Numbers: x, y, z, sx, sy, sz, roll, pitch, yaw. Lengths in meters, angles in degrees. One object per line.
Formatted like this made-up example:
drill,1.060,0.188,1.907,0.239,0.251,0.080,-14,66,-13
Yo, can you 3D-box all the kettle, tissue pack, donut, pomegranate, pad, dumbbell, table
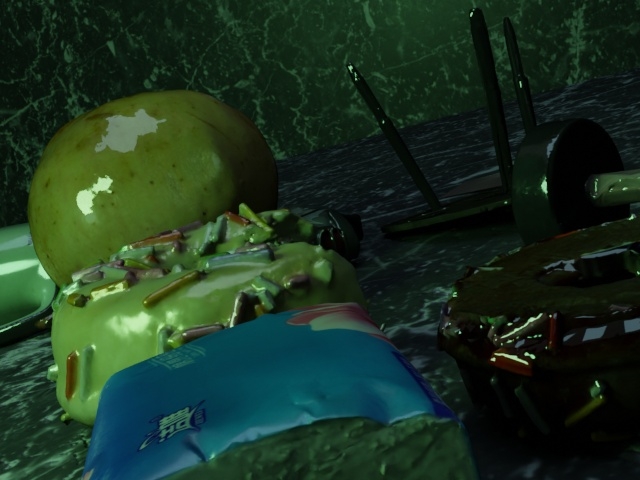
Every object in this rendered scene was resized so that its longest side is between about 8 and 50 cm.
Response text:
kettle,-0.492,0.080,1.553,0.255,0.165,0.240,-11,40,4
tissue pack,-0.037,0.130,0.584,0.209,0.137,0.270,-19,11,-5
donut,-0.114,0.070,0.976,0.307,0.150,0.371,-17,11,-4
pomegranate,-0.205,-0.032,1.330,0.338,0.338,0.338,-16,10,3
pad,0.295,-0.098,1.634,0.187,0.006,0.113,-11,13,35
dumbbell,0.310,-0.052,0.967,0.218,0.152,0.152,-5,15,46
table,0.213,-0.175,1.384,0.317,0.249,0.317,-18,3,1
donut,0.212,0.053,0.710,0.269,0.103,0.270,-17,8,3

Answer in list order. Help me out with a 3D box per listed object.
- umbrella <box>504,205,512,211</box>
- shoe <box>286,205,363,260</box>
umbrella,0.323,-0.056,1.317,0.165,0.025,0.027,-13,-8,5
shoe,0.000,0.000,1.345,0.112,0.099,0.227,-8,10,4
